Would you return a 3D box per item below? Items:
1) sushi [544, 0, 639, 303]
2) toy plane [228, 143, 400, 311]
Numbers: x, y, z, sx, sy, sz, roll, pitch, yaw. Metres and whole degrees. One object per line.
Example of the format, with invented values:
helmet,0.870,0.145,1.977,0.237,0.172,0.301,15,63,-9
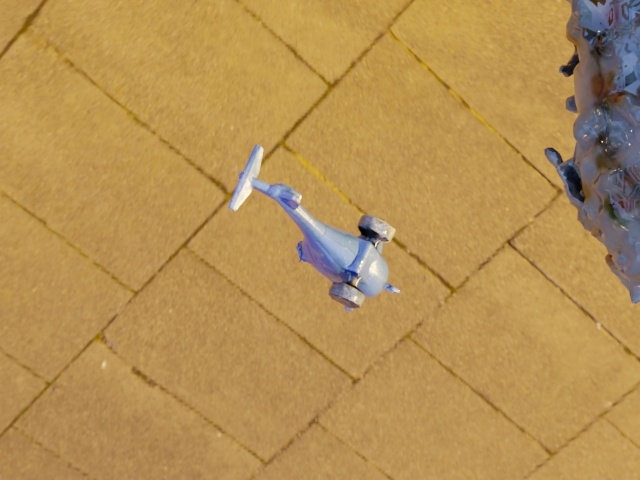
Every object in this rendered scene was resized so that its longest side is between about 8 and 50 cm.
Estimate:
sushi,0.319,-0.098,0.523,0.176,0.417,0.417,17,115,-44
toy plane,0.000,0.000,0.499,0.062,0.167,0.054,18,77,27
